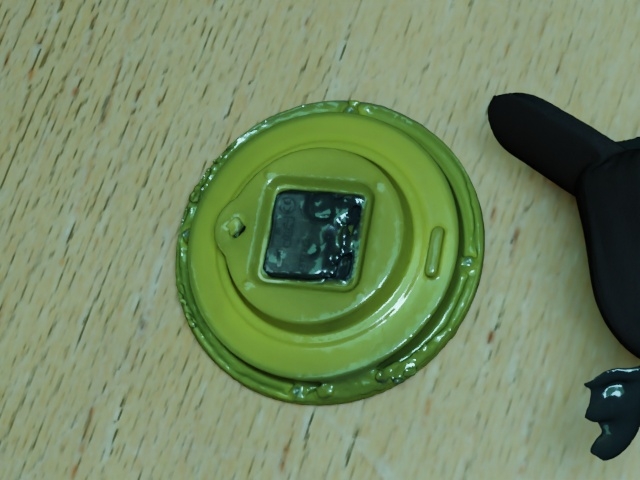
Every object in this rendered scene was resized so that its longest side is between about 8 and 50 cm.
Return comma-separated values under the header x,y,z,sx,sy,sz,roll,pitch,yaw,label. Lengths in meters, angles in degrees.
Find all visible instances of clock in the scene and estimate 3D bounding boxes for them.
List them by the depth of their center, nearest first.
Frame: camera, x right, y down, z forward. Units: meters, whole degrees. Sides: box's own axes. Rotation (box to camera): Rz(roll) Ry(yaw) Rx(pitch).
x,y,z,sx,sy,sz,roll,pitch,yaw,label
0.000,0.000,1.203,0.237,0.057,0.237,-5,70,13,clock

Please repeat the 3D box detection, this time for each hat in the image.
x,y,z,sx,sy,sz,roll,pitch,yaw,label
0.235,0.027,1.049,0.336,0.238,0.209,14,98,55,hat
